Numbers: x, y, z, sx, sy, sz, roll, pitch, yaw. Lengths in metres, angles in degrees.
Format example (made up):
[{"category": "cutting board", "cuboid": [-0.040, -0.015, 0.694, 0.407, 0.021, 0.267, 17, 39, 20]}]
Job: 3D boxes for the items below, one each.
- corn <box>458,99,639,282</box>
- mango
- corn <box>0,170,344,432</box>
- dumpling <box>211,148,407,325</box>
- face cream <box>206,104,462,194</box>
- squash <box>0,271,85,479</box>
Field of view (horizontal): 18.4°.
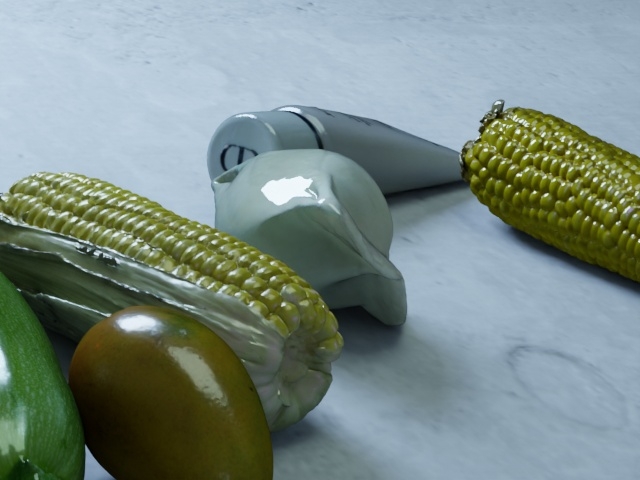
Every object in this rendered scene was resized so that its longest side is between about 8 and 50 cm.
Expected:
[{"category": "corn", "cuboid": [0.245, -0.023, 1.639, 0.106, 0.106, 0.305, -13, 33, -43]}, {"category": "mango", "cuboid": [-0.085, 0.103, 1.172, 0.089, 0.111, 0.163, -11, 25, -42]}, {"category": "corn", "cuboid": [-0.119, 0.040, 1.343, 0.123, 0.122, 0.305, -40, 42, -26]}, {"category": "dumpling", "cuboid": [0.000, 0.000, 1.484, 0.151, 0.124, 0.229, 40, -4, -28]}, {"category": "face cream", "cuboid": [0.023, -0.073, 1.738, 0.143, 0.089, 0.314, 21, 14, 31]}, {"category": "squash", "cuboid": [-0.214, 0.081, 1.199, 0.107, 0.107, 0.395, -2, 22, -23]}]
